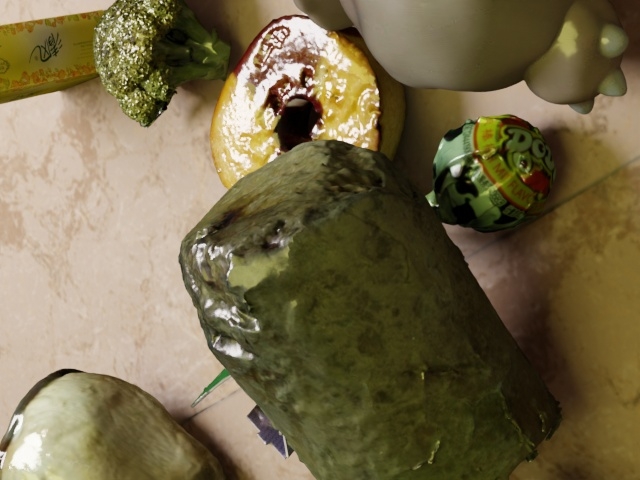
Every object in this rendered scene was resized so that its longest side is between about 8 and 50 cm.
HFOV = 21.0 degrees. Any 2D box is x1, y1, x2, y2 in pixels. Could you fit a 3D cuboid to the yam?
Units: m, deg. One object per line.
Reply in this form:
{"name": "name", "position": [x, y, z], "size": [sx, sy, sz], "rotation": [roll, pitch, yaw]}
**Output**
{"name": "yam", "position": [0.034, 0.074, 1.292], "size": [0.195, 0.195, 0.300], "rotation": [-17, 118, 41]}

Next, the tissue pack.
{"name": "tissue pack", "position": [-0.280, -0.160, 1.570], "size": [0.095, 0.176, 0.062], "rotation": [-15, 92, 39]}

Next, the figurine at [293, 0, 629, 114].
{"name": "figurine", "position": [0.057, -0.227, 1.261], "size": [0.380, 0.203, 0.248], "rotation": [13, 112, 38]}

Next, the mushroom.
{"name": "mushroom", "position": [-0.179, 0.255, 1.583], "size": [0.164, 0.189, 0.267], "rotation": [1, 100, 25]}

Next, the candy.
{"name": "candy", "position": [0.055, -0.016, 1.376], "size": [0.305, 0.083, 0.091], "rotation": [-25, 126, 37]}

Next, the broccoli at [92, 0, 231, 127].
{"name": "broccoli", "position": [-0.139, -0.166, 1.500], "size": [0.120, 0.130, 0.131], "rotation": [8, 75, -3]}

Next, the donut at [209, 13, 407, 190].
{"name": "donut", "position": [-0.005, -0.097, 1.427], "size": [0.166, 0.073, 0.184], "rotation": [37, 121, 28]}

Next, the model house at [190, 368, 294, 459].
{"name": "model house", "position": [-0.016, 0.107, 1.446], "size": [0.088, 0.167, 0.117], "rotation": [48, 127, -4]}
